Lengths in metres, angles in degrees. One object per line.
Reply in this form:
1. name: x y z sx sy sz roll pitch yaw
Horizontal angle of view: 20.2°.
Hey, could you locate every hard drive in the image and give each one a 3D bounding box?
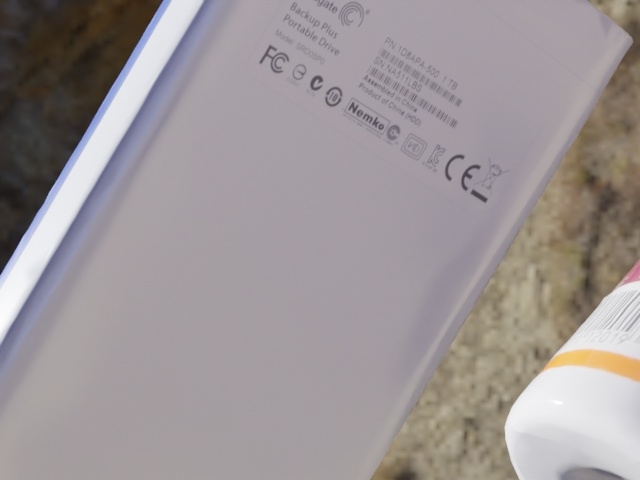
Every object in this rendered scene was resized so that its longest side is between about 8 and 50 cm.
1. hard drive: -0.016 0.000 0.773 0.040 0.210 0.318 33 93 51

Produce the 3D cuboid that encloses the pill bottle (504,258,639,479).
1. pill bottle: 0.307 0.037 1.028 0.392 0.224 0.224 -45 20 -20
